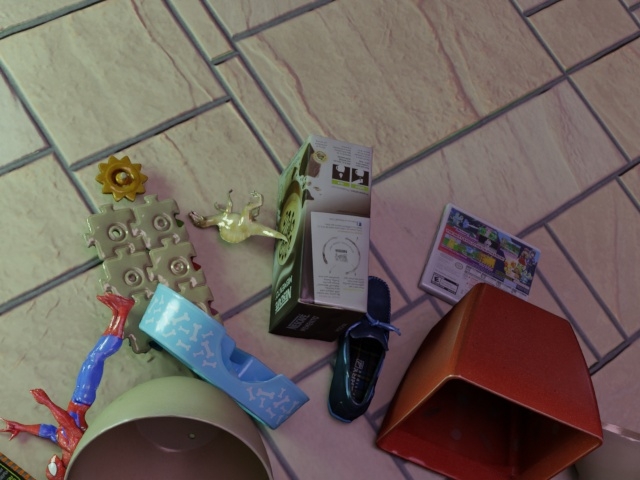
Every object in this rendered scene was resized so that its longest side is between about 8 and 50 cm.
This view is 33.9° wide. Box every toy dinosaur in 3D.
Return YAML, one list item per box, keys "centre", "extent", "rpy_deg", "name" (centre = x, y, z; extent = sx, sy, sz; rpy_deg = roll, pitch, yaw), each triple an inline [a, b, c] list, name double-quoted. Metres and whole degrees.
- centre: [-0.125, -0.033, 1.755]
  extent: [0.183, 0.053, 0.092]
  rpy_deg: [12, 59, 16]
  name: "toy dinosaur"

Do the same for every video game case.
- centre: [0.292, 0.051, 1.912]
  extent: [0.201, 0.023, 0.183]
  rpy_deg: [27, 61, -8]
  name: "video game case"

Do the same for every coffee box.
- centre: [0.000, 0.000, 1.735]
  extent: [0.119, 0.168, 0.297]
  rpy_deg: [11, 64, -17]
  name: "coffee box"

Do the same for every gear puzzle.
- centre: [-0.290, 0.017, 1.687]
  extent: [0.175, 0.044, 0.339]
  rpy_deg: [-14, 74, -32]
  name: "gear puzzle"

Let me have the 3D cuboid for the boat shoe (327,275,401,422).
- centre: [0.084, 0.174, 1.738]
  extent: [0.109, 0.089, 0.258]
  rpy_deg: [14, 64, -15]
  name: "boat shoe"

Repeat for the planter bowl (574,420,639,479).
- centre: [0.499, 0.376, 1.789]
  extent: [0.162, 0.162, 0.109]
  rpy_deg: [17, 89, -14]
  name: "planter bowl"

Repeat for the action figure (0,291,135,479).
- centre: [-0.376, 0.206, 1.525]
  extent: [0.139, 0.091, 0.280]
  rpy_deg: [17, 76, -18]
  name: "action figure"

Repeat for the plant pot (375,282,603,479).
- centre: [0.279, 0.232, 1.709]
  extent: [0.267, 0.267, 0.235]
  rpy_deg: [25, 49, -10]
  name: "plant pot"

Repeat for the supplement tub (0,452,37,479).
- centre: [-0.496, 0.351, 1.368]
  extent: [0.338, 0.207, 0.207]
  rpy_deg: [39, 60, -1]
  name: "supplement tub"

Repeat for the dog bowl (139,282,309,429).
- centre: [-0.150, 0.182, 1.584]
  extent: [0.297, 0.166, 0.074]
  rpy_deg: [42, 78, -22]
  name: "dog bowl"

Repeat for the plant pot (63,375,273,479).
- centre: [-0.208, 0.304, 1.494]
  extent: [0.284, 0.284, 0.191]
  rpy_deg: [19, 25, -13]
  name: "plant pot"
